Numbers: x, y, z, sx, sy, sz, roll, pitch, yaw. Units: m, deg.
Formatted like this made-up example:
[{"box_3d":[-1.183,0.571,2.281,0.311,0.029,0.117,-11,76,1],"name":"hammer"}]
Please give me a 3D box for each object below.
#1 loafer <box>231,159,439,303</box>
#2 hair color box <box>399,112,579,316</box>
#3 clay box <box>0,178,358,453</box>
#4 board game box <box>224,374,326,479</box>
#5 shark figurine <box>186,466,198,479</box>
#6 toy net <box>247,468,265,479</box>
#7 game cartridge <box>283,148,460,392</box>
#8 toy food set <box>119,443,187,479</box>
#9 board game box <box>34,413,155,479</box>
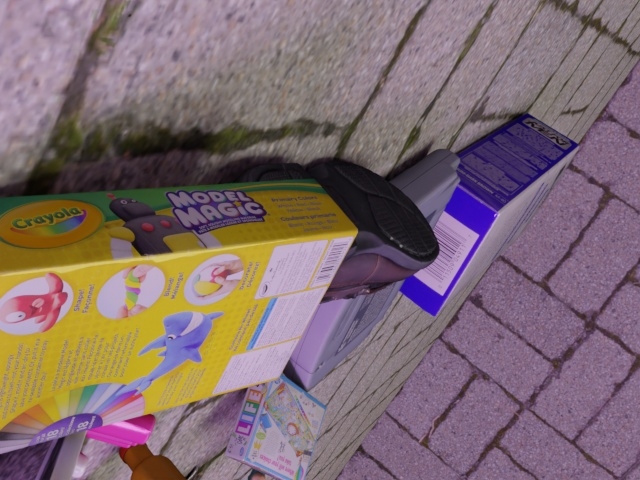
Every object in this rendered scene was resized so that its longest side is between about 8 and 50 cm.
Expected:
[{"box_3d":[0.000,0.000,0.619,0.095,0.109,0.302,-39,163,23],"name":"loafer"},{"box_3d":[0.234,-0.049,1.108,0.338,0.110,0.185,-29,151,-50],"name":"hair color box"},{"box_3d":[-0.098,0.036,0.389,0.222,0.053,0.127,-6,136,-40],"name":"clay box"},{"box_3d":[-0.047,0.218,0.897,0.154,0.026,0.104,50,53,-54],"name":"board game box"},{"box_3d":[-0.169,0.342,0.837,0.166,0.116,0.278,-50,166,-11],"name":"shark figurine"},{"box_3d":[-0.096,0.295,0.956,0.232,0.045,0.122,-63,-178,-23],"name":"toy net"},{"box_3d":[0.049,0.043,0.895,0.198,0.062,0.297,-30,154,-43],"name":"game cartridge"},{"box_3d":[-0.175,0.293,0.657,0.111,0.104,0.232,-7,118,-37],"name":"toy food set"},{"box_3d":[-0.195,0.305,0.414,0.390,0.050,0.390,-61,-164,26],"name":"board game box"}]
